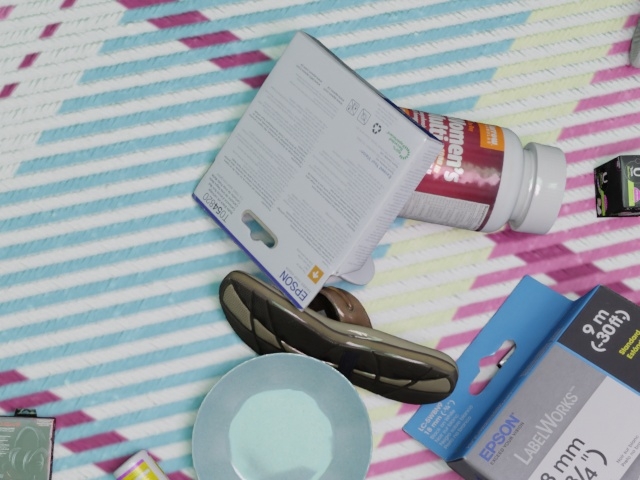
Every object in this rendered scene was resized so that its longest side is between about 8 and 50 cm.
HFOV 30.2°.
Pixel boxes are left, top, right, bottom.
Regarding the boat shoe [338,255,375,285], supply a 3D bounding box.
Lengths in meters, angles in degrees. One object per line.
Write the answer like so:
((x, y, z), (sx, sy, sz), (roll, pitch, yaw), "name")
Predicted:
((0.000, 0.000, 1.320), (0.142, 0.040, 0.049), (40, 70, -2), "boat shoe")

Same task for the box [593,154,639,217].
((0.353, -0.062, 1.359), (0.052, 0.083, 0.062), (-2, 83, -9), "box")

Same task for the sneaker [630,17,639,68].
((0.477, -0.285, 1.399), (0.151, 0.094, 0.256), (31, 77, 3), "sneaker")

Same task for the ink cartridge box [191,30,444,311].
((-0.009, -0.073, 1.252), (0.223, 0.045, 0.224), (45, 107, 33), "ink cartridge box")

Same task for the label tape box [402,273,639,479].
((0.269, 0.182, 1.221), (0.334, 0.106, 0.240), (33, 76, 30), "label tape box")

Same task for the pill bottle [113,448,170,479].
((-0.178, 0.265, 1.256), (0.043, 0.043, 0.083), (-39, 89, -11), "pill bottle")

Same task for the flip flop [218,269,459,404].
((0.021, 0.096, 1.286), (0.277, 0.112, 0.080), (19, 54, -3), "flip flop")

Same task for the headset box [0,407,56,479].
((-0.313, 0.219, 1.248), (0.062, 0.032, 0.083), (4, 83, -8), "headset box")

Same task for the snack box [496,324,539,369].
((0.285, 0.180, 1.341), (0.178, 0.022, 0.064), (44, 79, 4), "snack box")

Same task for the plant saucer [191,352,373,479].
((-0.042, 0.216, 1.279), (0.195, 0.037, 0.194), (0, 91, -7), "plant saucer")

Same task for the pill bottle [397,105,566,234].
((0.150, -0.074, 1.311), (0.221, 0.121, 0.121), (10, 81, -7), "pill bottle")
